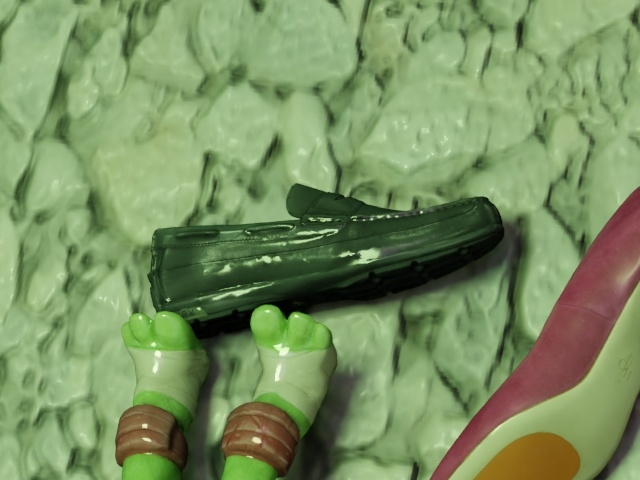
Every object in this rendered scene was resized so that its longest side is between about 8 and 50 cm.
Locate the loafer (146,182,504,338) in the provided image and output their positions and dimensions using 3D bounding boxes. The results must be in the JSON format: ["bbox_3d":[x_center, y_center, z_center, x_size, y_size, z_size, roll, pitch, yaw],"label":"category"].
[{"bbox_3d":[0.000,0.000,1.222,0.223,0.076,0.078,-13,75,10],"label":"loafer"}]

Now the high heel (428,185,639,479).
[{"bbox_3d":[0.141,0.068,1.185,0.244,0.082,0.117,-46,35,7],"label":"high heel"}]

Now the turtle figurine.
[{"bbox_3d":[-0.100,0.144,1.104,0.275,0.198,0.266,31,53,-21],"label":"turtle figurine"}]
